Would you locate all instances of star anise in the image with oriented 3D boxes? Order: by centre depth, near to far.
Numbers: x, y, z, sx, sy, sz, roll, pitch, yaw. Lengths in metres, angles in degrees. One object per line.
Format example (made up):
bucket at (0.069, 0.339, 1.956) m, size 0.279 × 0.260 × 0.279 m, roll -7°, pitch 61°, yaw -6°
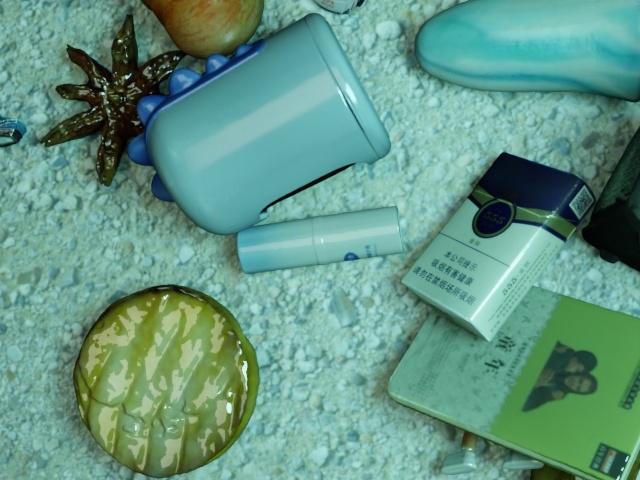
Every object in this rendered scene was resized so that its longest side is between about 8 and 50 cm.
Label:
star anise at (-0.330, -0.228, 1.378) m, size 0.288 × 0.088 × 0.288 m, roll -1°, pitch 86°, yaw 12°

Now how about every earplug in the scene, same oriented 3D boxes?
earplug at (0.299, -0.288, 1.242) m, size 0.324 × 0.185 × 0.184 m, roll -1°, pitch 86°, yaw 15°

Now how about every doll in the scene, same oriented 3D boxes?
doll at (0.249, 0.229, 1.240) m, size 0.183 × 0.085 × 0.217 m, roll -16°, pitch 60°, yaw 36°

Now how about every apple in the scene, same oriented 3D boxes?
apple at (-0.185, -0.381, 1.303) m, size 0.164 × 0.209 × 0.209 m, roll -42°, pitch 81°, yaw 1°

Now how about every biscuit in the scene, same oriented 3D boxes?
biscuit at (-0.238, 0.217, 1.326) m, size 0.297 × 0.102 × 0.296 m, roll -1°, pitch 83°, yaw 12°

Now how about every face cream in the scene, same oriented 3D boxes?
face cream at (0.000, 0.000, 1.312) m, size 0.250 × 0.077 × 0.077 m, roll -8°, pitch 85°, yaw 9°

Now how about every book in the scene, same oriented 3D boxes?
book at (0.285, 0.171, 1.166) m, size 0.352 × 0.035 × 0.239 m, roll 17°, pitch 63°, yaw 37°

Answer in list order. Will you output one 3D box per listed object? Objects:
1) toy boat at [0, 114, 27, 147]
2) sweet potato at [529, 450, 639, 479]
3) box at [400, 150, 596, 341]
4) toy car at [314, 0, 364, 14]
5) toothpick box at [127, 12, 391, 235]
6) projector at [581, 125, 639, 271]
toy boat at (-0.565, -0.191, 1.430) m, size 0.137 × 0.060 × 0.060 m, roll -5°, pitch 60°, yaw 10°
sweet potato at (0.373, 0.310, 1.202) m, size 0.158 × 0.158 × 0.369 m, roll 14°, pitch 96°, yaw 10°
box at (0.253, 0.002, 1.216) m, size 0.259 × 0.071 × 0.168 m, roll -53°, pitch 37°, yaw -5°
toy car at (0.040, -0.448, 1.296) m, size 0.089 × 0.108 × 0.209 m, roll 27°, pitch 115°, yaw 9°
toothpick box at (-0.104, -0.163, 1.256) m, size 0.355 × 0.263 × 0.263 m, roll -28°, pitch 82°, yaw 8°
projector at (0.564, -0.017, 1.054) m, size 0.395 × 0.405 × 0.242 m, roll 30°, pitch 91°, yaw 10°
